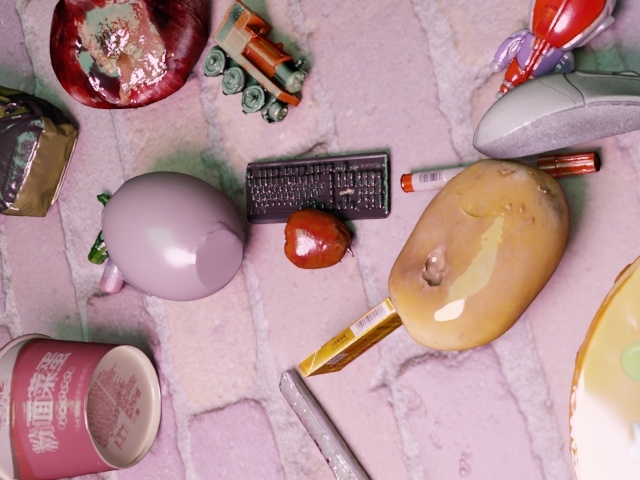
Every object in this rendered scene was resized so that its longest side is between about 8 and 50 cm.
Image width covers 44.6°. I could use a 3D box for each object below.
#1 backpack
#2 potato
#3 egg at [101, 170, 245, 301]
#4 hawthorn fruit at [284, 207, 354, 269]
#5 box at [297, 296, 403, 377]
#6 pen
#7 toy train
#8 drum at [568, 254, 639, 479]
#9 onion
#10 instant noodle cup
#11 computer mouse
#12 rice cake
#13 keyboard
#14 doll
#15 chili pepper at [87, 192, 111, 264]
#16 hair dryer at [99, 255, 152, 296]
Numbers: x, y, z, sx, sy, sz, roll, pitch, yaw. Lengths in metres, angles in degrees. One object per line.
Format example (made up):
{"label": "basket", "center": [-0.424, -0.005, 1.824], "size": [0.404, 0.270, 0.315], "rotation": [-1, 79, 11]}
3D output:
{"label": "backpack", "center": [-0.549, -0.165, 1.347], "size": [0.253, 0.140, 0.207], "rotation": [29, 100, 26]}
{"label": "potato", "center": [0.177, 0.020, 0.863], "size": [0.234, 0.146, 0.150], "rotation": [-57, 18, 11]}
{"label": "egg", "center": [-0.212, -0.011, 1.099], "size": [0.232, 0.176, 0.176], "rotation": [31, 104, 36]}
{"label": "hawthorn fruit", "center": [0.000, 0.000, 1.026], "size": [0.093, 0.081, 0.081], "rotation": [3, 89, 7]}
{"label": "box", "center": [0.051, 0.120, 0.974], "size": [0.156, 0.089, 0.022], "rotation": [-40, 66, 26]}
{"label": "pen", "center": [0.205, -0.080, 0.921], "size": [0.239, 0.028, 0.028], "rotation": [-4, 85, 33]}
{"label": "toy train", "center": [-0.089, -0.246, 1.098], "size": [0.176, 0.074, 0.118], "rotation": [44, 107, 29]}
{"label": "drum", "center": [0.435, 0.157, 0.649], "size": [0.431, 0.214, 0.431], "rotation": [-2, 87, 32]}
{"label": "onion", "center": [-0.308, -0.327, 1.172], "size": [0.272, 0.195, 0.272], "rotation": [-8, 74, 28]}
{"label": "instant noodle cup", "center": [-0.361, 0.247, 1.161], "size": [0.178, 0.235, 0.235], "rotation": [-8, 83, 22]}
{"label": "computer mouse", "center": [0.267, -0.146, 0.818], "size": [0.229, 0.113, 0.068], "rotation": [-13, 113, 18]}
{"label": "rice cake", "center": [0.004, 0.255, 1.028], "size": [0.033, 0.033, 0.208], "rotation": [-46, 64, 20]}
{"label": "keyboard", "center": [-0.009, -0.071, 1.062], "size": [0.230, 0.025, 0.094], "rotation": [-2, 89, 33]}
{"label": "doll", "center": [0.269, -0.247, 0.862], "size": [0.102, 0.075, 0.227], "rotation": [32, 115, 16]}
{"label": "chili pepper", "center": [-0.350, -0.016, 1.273], "size": [0.055, 0.035, 0.118], "rotation": [10, 96, 16]}
{"label": "hair dryer", "center": [-0.297, 0.068, 1.237], "size": [0.114, 0.037, 0.063], "rotation": [28, 104, 23]}
